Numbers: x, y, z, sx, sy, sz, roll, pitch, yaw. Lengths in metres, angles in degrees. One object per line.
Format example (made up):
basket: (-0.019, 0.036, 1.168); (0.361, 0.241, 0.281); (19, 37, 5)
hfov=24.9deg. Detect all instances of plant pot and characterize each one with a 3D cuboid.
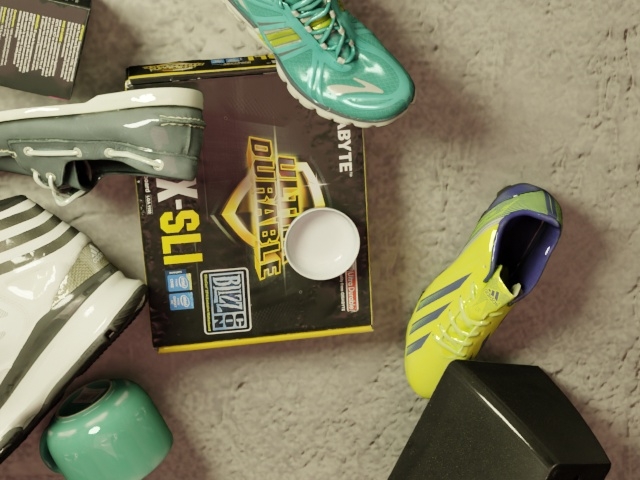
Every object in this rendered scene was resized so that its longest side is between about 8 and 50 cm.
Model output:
plant pot: (0.219, 0.265, 1.685); (0.187, 0.167, 0.188); (10, 113, -47)

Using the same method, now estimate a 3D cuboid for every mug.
mug: (-0.260, 0.225, 1.663); (0.157, 0.129, 0.097); (-27, 110, 2)

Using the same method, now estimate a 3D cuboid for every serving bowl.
serving bowl: (0.000, 0.000, 1.594); (0.083, 0.027, 0.083); (-3, 110, -8)

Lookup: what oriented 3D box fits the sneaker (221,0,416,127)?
sneaker: (-0.014, -0.223, 1.494); (0.275, 0.110, 0.107); (43, 74, 5)

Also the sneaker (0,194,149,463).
sneaker: (-0.419, 0.126, 1.621); (0.257, 0.169, 0.447); (43, 105, -1)

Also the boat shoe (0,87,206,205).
boat shoe: (-0.265, -0.088, 1.505); (0.319, 0.116, 0.099); (-8, 86, 22)

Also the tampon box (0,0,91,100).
tampon box: (-0.325, -0.220, 1.500); (0.161, 0.120, 0.101); (12, 107, -12)

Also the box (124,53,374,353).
box: (-0.076, -0.045, 1.623); (0.257, 0.079, 0.322); (-4, 110, -5)

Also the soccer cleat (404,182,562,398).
soccer cleat: (0.183, 0.066, 1.673); (0.093, 0.121, 0.289); (25, 104, -16)
